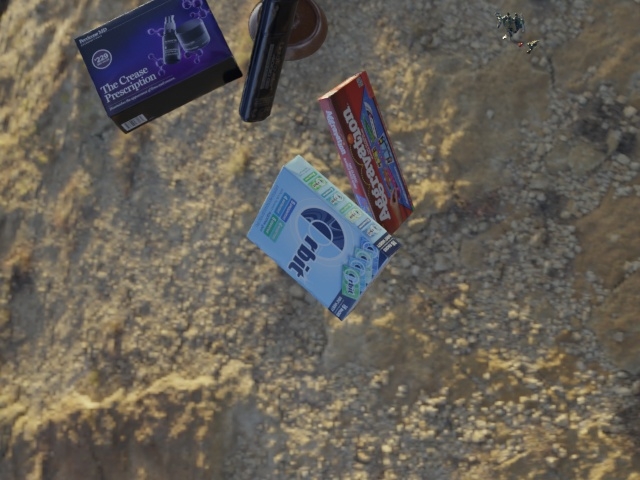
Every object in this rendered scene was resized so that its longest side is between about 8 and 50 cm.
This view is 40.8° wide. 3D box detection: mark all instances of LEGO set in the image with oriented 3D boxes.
[{"bbox_3d":[0.308,-0.330,1.345,0.083,0.023,0.054,53,147,-10],"label":"LEGO set"}]

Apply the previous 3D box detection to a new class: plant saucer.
[{"bbox_3d":[-0.067,-0.457,1.806,0.029,0.168,0.168,104,161,-73],"label":"plant saucer"}]

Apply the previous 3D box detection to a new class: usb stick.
[{"bbox_3d":[-0.103,-0.356,1.675,0.045,0.077,0.278,44,133,32],"label":"usb stick"}]

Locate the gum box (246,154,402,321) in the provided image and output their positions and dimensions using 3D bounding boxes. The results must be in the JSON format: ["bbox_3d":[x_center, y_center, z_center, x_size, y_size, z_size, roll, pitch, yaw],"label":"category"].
[{"bbox_3d":[0.000,0.000,1.171,0.184,0.041,0.157,41,136,8],"label":"gum box"}]

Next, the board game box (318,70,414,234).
[{"bbox_3d":[0.088,-0.148,1.545,0.027,0.145,0.281,-8,113,36],"label":"board game box"}]

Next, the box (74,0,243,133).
[{"bbox_3d":[-0.310,-0.352,1.656,0.261,0.103,0.184,-27,74,0],"label":"box"}]
